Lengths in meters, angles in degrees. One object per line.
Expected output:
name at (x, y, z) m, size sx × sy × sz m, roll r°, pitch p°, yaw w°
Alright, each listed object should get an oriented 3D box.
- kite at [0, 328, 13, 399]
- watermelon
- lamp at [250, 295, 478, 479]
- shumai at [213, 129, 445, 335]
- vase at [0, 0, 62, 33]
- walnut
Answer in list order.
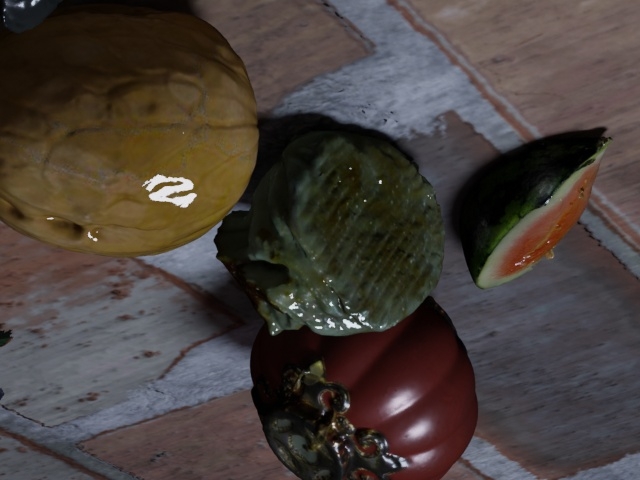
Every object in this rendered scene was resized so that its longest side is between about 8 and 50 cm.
kite at (-0.430, 0.145, 1.902) m, size 0.234 × 0.016 × 0.321 m, roll 13°, pitch 146°, yaw -30°
watermelon at (0.184, -0.016, 1.686) m, size 0.119 × 0.063 × 0.245 m, roll -11°, pitch 153°, yaw -18°
lamp at (0.043, 0.131, 1.778) m, size 0.227 × 0.227 × 0.227 m, roll -4°, pitch 151°, yaw -2°
shumai at (0.005, 0.000, 1.608) m, size 0.184 × 0.184 × 0.142 m, roll 19°, pitch 166°, yaw -36°
vase at (-0.113, -0.229, 1.201) m, size 0.237 × 0.115 × 0.115 m, roll -23°, pitch 147°, yaw 22°
walnut at (-0.156, -0.081, 1.378) m, size 0.222 × 0.195 × 0.195 m, roll 8°, pitch 149°, yaw -9°
